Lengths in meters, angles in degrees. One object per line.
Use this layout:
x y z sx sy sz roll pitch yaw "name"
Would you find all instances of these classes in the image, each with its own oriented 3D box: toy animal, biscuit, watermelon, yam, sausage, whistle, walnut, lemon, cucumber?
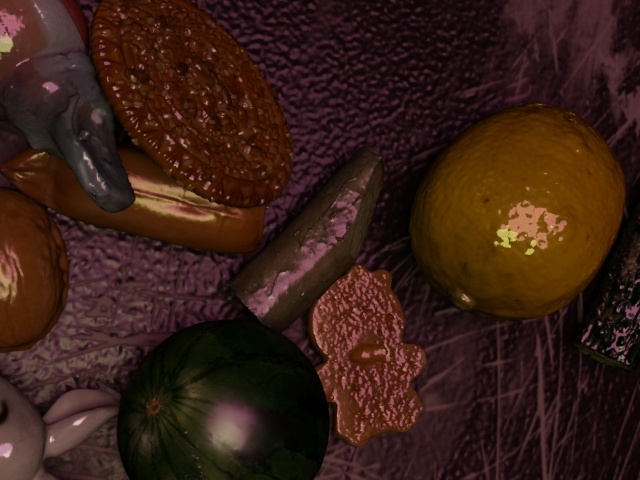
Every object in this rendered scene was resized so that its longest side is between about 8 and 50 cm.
-0.388 0.193 1.148 0.325 0.154 0.208 22 63 -23 "toy animal"
-0.137 -0.171 1.214 0.305 0.038 0.305 35 37 -32 "biscuit"
-0.107 0.208 1.187 0.242 0.242 0.242 1 85 -15 "watermelon"
0.000 0.000 1.305 0.259 0.106 0.106 -45 97 -12 "yam"
-0.222 -0.058 1.245 0.328 0.112 0.112 13 83 -13 "sausage"
0.052 0.143 1.341 0.166 0.036 0.225 -15 87 -16 "biscuit"
-0.296 -0.176 1.142 0.189 0.189 0.348 -37 73 -14 "whistle"
-0.373 0.028 1.211 0.167 0.087 0.211 -23 92 -18 "walnut"
0.246 -0.040 1.300 0.245 0.245 0.320 40 68 -9 "lemon"
0.457 0.004 1.429 0.096 0.096 0.359 30 80 -11 "cucumber"
